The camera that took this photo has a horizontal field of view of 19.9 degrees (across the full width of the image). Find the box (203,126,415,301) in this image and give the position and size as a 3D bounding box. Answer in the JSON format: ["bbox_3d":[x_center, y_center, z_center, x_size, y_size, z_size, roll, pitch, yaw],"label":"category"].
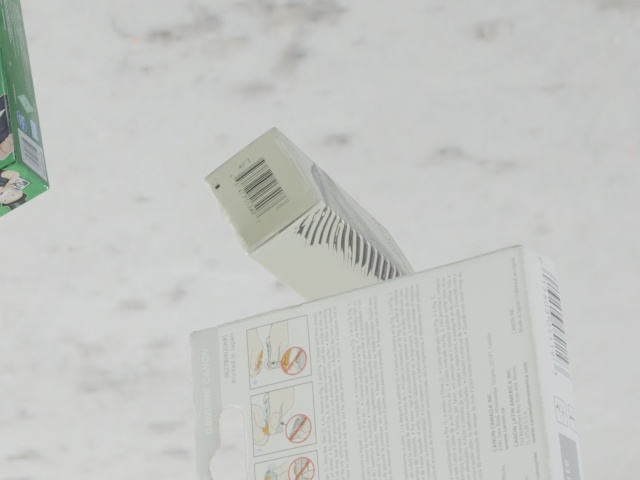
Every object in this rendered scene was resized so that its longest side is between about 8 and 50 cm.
[{"bbox_3d":[0.000,0.000,1.853,0.094,0.113,0.275,-37,149,9],"label":"box"}]

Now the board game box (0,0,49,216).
[{"bbox_3d":[-0.337,-0.115,1.497,0.213,0.317,0.046,-29,138,15],"label":"board game box"}]

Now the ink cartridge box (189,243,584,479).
[{"bbox_3d":[0.035,0.115,1.040,0.224,0.181,0.056,-17,154,27],"label":"ink cartridge box"}]
